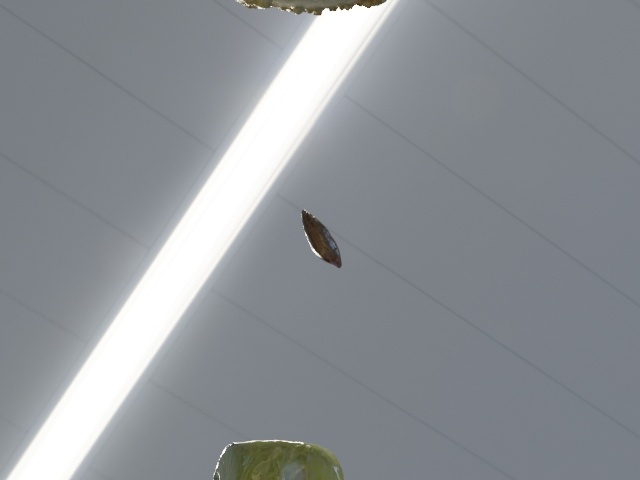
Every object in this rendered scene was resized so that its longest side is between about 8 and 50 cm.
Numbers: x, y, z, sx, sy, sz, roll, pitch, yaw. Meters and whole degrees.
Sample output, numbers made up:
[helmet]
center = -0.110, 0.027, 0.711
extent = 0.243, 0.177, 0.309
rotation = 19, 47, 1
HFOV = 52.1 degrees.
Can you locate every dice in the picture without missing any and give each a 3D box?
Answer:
[dice]
center = -0.069, 0.398, 0.975
extent = 0.169, 0.166, 0.169
rotation = 14, -123, -19

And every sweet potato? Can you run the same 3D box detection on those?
[sweet potato]
center = 0.000, 0.000, 0.882
extent = 0.034, 0.034, 0.095
rotation = -35, -82, 4

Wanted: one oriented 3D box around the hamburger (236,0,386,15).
[hamburger]
center = -0.017, -0.303, 0.484
extent = 0.302, 0.170, 0.301
rotation = 4, -108, -11
